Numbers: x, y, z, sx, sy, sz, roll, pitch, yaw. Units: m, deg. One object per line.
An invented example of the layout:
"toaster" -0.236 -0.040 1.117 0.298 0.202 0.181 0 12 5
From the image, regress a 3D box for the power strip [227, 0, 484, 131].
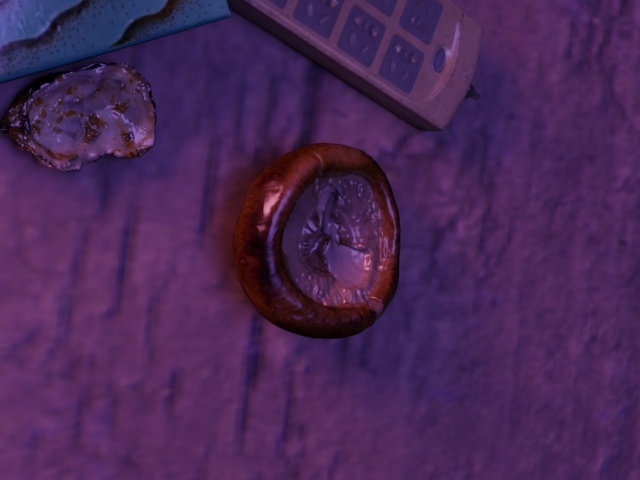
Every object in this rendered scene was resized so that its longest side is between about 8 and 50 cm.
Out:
"power strip" 0.027 -0.138 0.601 0.226 0.029 0.080 26 79 -35

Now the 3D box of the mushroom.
"mushroom" 0.000 0.000 0.581 0.123 0.052 0.123 -4 96 -44

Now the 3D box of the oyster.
"oyster" -0.125 -0.063 0.504 0.083 0.019 0.054 -16 105 -36

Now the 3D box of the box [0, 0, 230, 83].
"box" -0.144 -0.196 0.462 0.160 0.042 0.226 -24 107 -31
